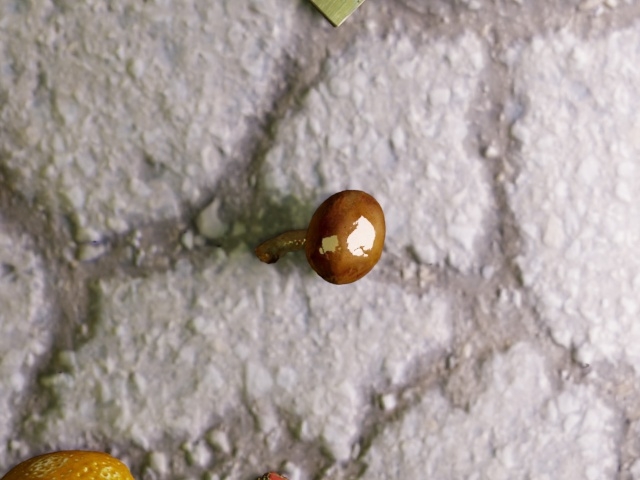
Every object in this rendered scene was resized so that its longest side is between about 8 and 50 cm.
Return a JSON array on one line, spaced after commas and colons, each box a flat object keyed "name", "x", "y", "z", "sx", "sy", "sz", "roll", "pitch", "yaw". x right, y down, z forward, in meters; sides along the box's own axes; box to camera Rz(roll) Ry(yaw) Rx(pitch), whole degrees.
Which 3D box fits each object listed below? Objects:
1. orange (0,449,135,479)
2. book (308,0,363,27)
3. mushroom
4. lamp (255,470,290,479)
[{"name": "orange", "x": -0.256, "y": 0.318, "z": 1.747, "sx": 0.179, "sy": 0.158, "sz": 0.237, "roll": 15, "pitch": 98, "yaw": 27}, {"name": "book", "x": -0.009, "y": -0.335, "z": 1.741, "sx": 0.160, "sy": 0.024, "sz": 0.228, "roll": -44, "pitch": 100, "yaw": 5}, {"name": "mushroom", "x": 0.004, "y": 0.006, "z": 1.768, "sx": 0.129, "sy": 0.073, "sz": 0.088, "roll": -20, "pitch": 129, "yaw": 1}, {"name": "lamp", "x": -0.054, "y": 0.269, "z": 1.823, "sx": 0.063, "sy": 0.031, "sz": 0.083, "roll": 29, "pitch": 91, "yaw": -9}]
